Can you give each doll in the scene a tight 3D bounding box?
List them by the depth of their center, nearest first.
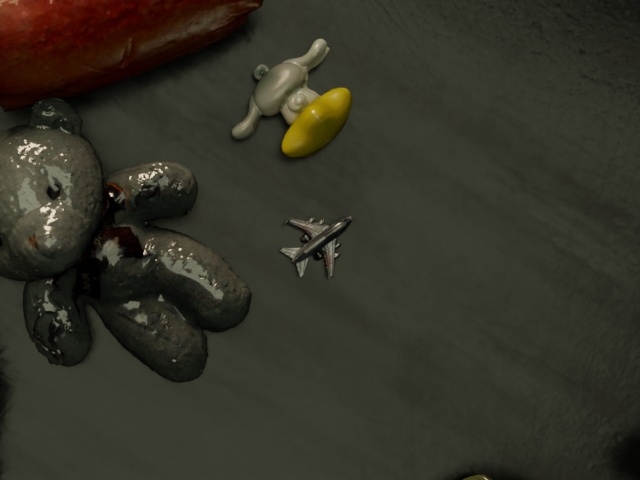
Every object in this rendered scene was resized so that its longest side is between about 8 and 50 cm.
[{"bbox_3d":[-0.230,0.011,1.792,0.340,0.158,0.246,43,97,-5],"label":"doll"},{"bbox_3d":[-0.034,-0.144,1.865,0.135,0.071,0.113,-23,82,-1],"label":"doll"}]

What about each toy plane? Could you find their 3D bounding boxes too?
[{"bbox_3d":[0.000,0.000,1.875,0.083,0.031,0.078,-37,91,-5],"label":"toy plane"}]

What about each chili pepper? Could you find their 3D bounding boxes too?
[{"bbox_3d":[-0.237,-0.291,1.795,0.305,0.229,0.251,-21,86,-16],"label":"chili pepper"}]

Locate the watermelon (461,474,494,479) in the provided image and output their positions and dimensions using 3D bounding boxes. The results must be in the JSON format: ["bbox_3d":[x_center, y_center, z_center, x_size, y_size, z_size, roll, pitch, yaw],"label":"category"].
[{"bbox_3d":[0.208,0.335,1.807,0.188,0.188,0.214,-6,56,-5],"label":"watermelon"}]
